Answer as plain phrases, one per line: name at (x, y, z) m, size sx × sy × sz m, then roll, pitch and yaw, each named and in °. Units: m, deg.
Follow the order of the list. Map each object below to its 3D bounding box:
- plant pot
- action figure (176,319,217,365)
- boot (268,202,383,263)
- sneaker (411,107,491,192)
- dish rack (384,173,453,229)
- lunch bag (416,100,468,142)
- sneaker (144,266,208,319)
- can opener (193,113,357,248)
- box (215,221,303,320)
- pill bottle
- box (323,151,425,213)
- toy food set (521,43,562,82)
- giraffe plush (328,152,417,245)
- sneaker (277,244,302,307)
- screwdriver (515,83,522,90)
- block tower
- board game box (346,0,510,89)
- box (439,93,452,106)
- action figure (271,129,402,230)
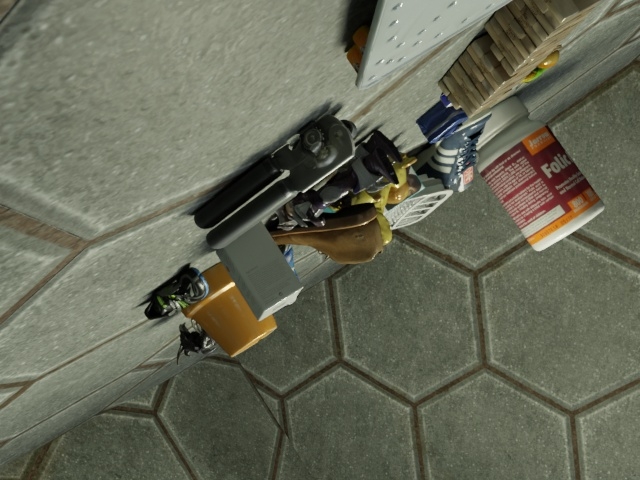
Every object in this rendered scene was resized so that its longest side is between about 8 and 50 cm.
plant pot at (-0.205, 0.160, 1.739) m, size 0.205 × 0.187 × 0.205 m, roll -33°, pitch 173°, yaw -4°
action figure at (-0.277, 0.200, 1.924) m, size 0.276 × 0.140 × 0.164 m, roll -34°, pitch 177°, yaw -11°
boot at (0.000, 0.000, 1.568) m, size 0.305 × 0.115 × 0.112 m, roll -4°, pitch -157°, yaw 43°
sneaker at (0.354, -0.212, 1.887) m, size 0.131 × 0.148 × 0.350 m, roll -31°, pitch 172°, yaw -23°
dish rack at (0.148, -0.081, 1.932) m, size 0.333 × 0.072 × 0.285 m, roll -15°, pitch 168°, yaw -18°
lunch bag at (0.256, -0.246, 1.541) m, size 0.098 × 0.065 × 0.067 m, roll -38°, pitch 172°, yaw 35°
sneaker at (-0.296, 0.117, 1.527) m, size 0.188 × 0.067 × 0.078 m, roll -35°, pitch 180°, yaw 38°
can opener at (-0.062, -0.088, 1.140) m, size 0.284 × 0.076 × 0.095 m, roll -35°, pitch 173°, yaw 20°
box at (-0.123, 0.056, 1.462) m, size 0.091 × 0.170 × 0.130 m, roll -30°, pitch 173°, yaw -15°
pill bottle at (0.577, -0.188, 2.064) m, size 0.224 × 0.392 × 0.224 m, roll -34°, pitch 174°, yaw -4°
box at (0.109, -0.097, 1.718) m, size 0.244 × 0.100 × 0.060 m, roll -34°, pitch -170°, yaw 1°
toy food set at (0.486, -0.395, 1.669) m, size 0.132 × 0.038 × 0.192 m, roll -31°, pitch 173°, yaw -16°
giraffe plush at (0.119, -0.113, 1.604) m, size 0.170 × 0.181 × 0.210 m, roll -41°, pitch 143°, yaw -30°
sneaker at (-0.100, 0.090, 1.920) m, size 0.130 × 0.147 × 0.330 m, roll -33°, pitch 173°, yaw -8°
screwdriver at (0.509, -0.398, 1.869) m, size 0.025 × 0.024 × 0.170 m, roll -63°, pitch 177°, yaw 5°
block tower at (0.311, -0.316, 1.202) m, size 0.097 × 0.090 × 0.335 m, roll -32°, pitch 174°, yaw -20°
board game box at (0.206, -0.334, 0.747) m, size 0.390 × 0.050 × 0.390 m, roll -33°, pitch 173°, yaw -9°
box at (0.293, -0.303, 1.482) m, size 0.081 × 0.028 × 0.136 m, roll -38°, pitch 174°, yaw 37°
action figure at (0.021, -0.089, 1.428) m, size 0.285 × 0.099 × 0.185 m, roll -32°, pitch -171°, yaw 31°
